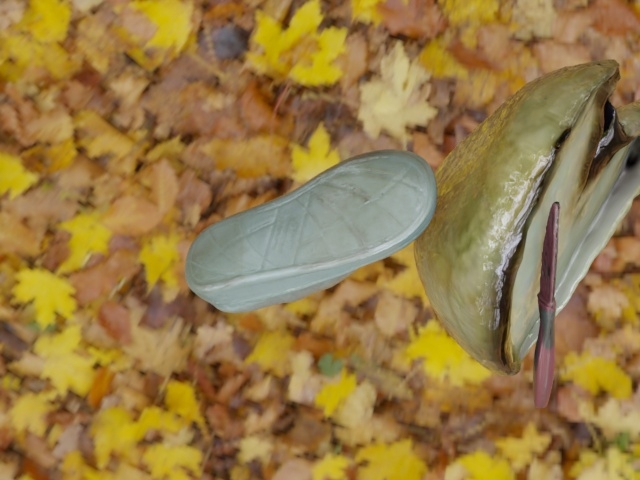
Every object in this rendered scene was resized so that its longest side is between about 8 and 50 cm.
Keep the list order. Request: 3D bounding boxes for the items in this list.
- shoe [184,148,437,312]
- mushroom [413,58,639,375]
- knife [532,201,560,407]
[{"bbox_3d":[0.000,0.000,1.324,0.251,0.103,0.100,-20,153,19],"label":"shoe"},{"bbox_3d":[0.182,-0.061,1.341,0.292,0.212,0.217,-44,143,-5],"label":"mushroom"},{"bbox_3d":[0.201,0.059,1.282,0.018,0.035,0.247,-4,130,-1],"label":"knife"}]
